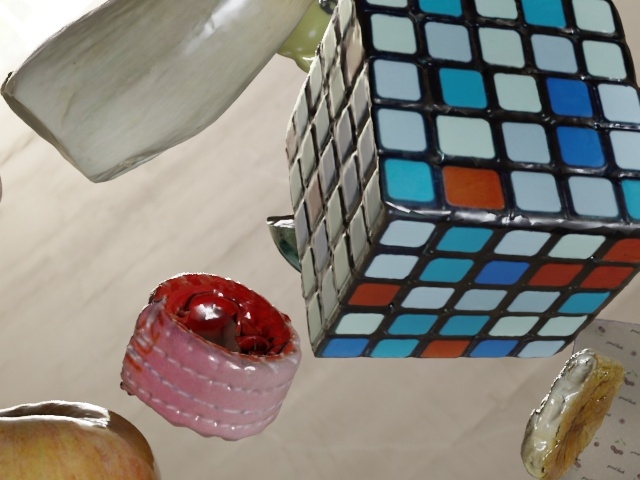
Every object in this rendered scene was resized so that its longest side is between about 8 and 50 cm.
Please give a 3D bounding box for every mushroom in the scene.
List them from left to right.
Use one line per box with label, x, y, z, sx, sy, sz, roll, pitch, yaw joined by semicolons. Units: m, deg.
mushroom;-0.082;-0.111;0.750;0.247;0.096;0.108;-35;-157;23

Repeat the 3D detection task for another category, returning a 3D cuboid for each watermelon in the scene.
watermelon;0.000;0.000;1.086;0.061;0.085;0.085;-56;-158;-15

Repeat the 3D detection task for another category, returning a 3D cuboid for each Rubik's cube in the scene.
Rubik's cube;0.090;-0.040;0.848;0.182;0.187;0.184;116;-26;-55

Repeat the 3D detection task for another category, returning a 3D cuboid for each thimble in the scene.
thimble;-0.121;0.131;1.510;0.163;0.189;0.125;-68;-177;-59

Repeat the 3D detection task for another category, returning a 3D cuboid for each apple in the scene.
apple;-0.283;0.260;1.310;0.261;0.194;0.261;-7;-179;0

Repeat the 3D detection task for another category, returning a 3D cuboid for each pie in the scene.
pie;0.301;0.212;1.602;0.046;0.195;0.195;32;-104;28

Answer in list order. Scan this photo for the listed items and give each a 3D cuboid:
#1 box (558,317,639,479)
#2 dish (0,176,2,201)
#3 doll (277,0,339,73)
box;0.510;0.304;2.159;0.225;0.190;0.297;8;-110;16
dish;-0.420;-0.055;1.273;0.090;0.213;0.213;-44;-163;40
doll;-0.053;-0.328;1.575;0.177;0.260;0.161;-59;-171;-12
